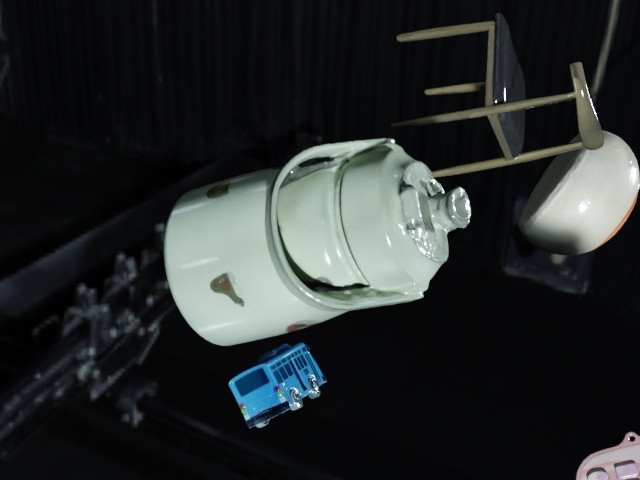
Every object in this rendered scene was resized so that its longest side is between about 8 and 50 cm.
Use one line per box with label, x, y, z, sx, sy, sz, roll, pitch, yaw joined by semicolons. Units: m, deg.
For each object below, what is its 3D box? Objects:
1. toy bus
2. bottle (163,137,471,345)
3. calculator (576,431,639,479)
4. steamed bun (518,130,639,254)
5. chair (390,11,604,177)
toy bus;-0.069;0.237;1.725;0.090;0.106;0.184;-30;176;20
bottle;0.000;0.000;1.237;0.351;0.229;0.229;-13;-159;28
calculator;0.487;0.433;1.457;0.220;0.048;0.330;-15;-111;12
steamed bun;0.549;-0.085;2.124;0.177;0.283;0.283;33;-147;0
chair;0.255;-0.203;1.444;0.272;0.188;0.166;-3;-115;20
